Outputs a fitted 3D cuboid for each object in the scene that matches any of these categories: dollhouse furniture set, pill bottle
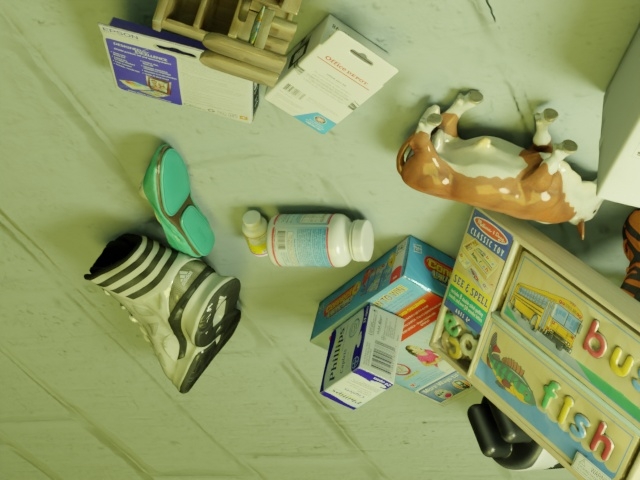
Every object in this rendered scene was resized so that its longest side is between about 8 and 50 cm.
[{"bbox_3d":[-0.100,-0.299,1.247,0.161,0.212,0.242,18,172,-7],"label":"dollhouse furniture set"},{"bbox_3d":[-0.105,-0.013,1.793,0.043,0.043,0.083,3,144,15],"label":"pill bottle"},{"bbox_3d":[0.000,0.000,1.735,0.160,0.087,0.087,1,143,20],"label":"pill bottle"}]

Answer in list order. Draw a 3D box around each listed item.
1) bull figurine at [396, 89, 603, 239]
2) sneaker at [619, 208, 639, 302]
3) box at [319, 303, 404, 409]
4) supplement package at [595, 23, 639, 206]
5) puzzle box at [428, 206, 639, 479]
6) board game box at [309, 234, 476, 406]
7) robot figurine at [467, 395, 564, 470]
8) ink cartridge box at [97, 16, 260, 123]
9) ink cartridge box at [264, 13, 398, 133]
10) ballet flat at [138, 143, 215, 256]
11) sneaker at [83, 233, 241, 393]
[{"bbox_3d":[0.260,-0.101,1.491,0.311,0.101,0.188,9,141,4],"label":"bull figurine"},{"bbox_3d":[0.474,0.078,1.575,0.125,0.180,0.321,22,123,-14],"label":"sneaker"},{"bbox_3d":[0.068,0.194,1.797,0.072,0.126,0.137,25,144,-17],"label":"box"},{"bbox_3d":[0.450,-0.180,1.238,0.175,0.177,0.293,14,146,0],"label":"supplement package"},{"bbox_3d":[0.336,0.157,1.556,0.052,0.409,0.272,-11,128,-37],"label":"puzzle box"},{"bbox_3d":[0.188,0.151,1.881,0.302,0.086,0.308,28,143,-18],"label":"board game box"},{"bbox_3d":[0.394,0.319,1.926,0.278,0.173,0.209,5,-178,-35],"label":"robot figurine"},{"bbox_3d":[-0.184,-0.236,1.455,0.206,0.045,0.208,15,165,0],"label":"ink cartridge box"},{"bbox_3d":[0.018,-0.226,1.432,0.104,0.060,0.180,31,143,-21],"label":"ink cartridge box"},{"bbox_3d":[-0.248,-0.062,1.748,0.087,0.083,0.247,13,146,26],"label":"ballet flat"},{"bbox_3d":[-0.291,0.112,1.987,0.258,0.169,0.447,34,153,7],"label":"sneaker"}]
